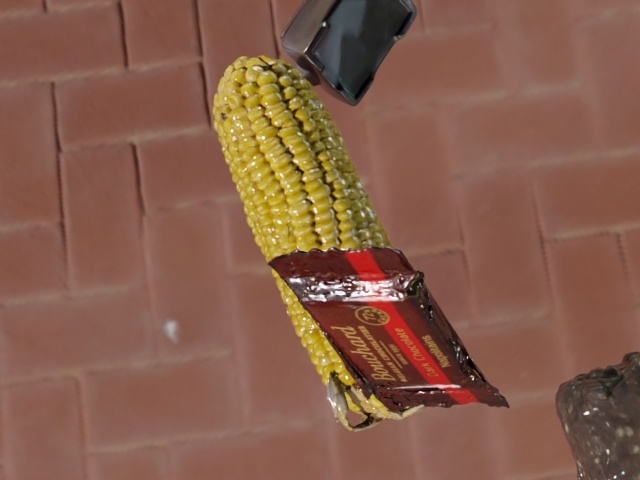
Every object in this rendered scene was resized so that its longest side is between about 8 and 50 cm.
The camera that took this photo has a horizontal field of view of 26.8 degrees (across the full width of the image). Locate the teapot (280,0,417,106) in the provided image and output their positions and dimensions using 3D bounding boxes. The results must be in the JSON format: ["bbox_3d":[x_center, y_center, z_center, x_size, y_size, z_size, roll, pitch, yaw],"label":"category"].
[{"bbox_3d":[0.012,-0.206,1.294,0.096,0.087,0.177,19,73,49],"label":"teapot"}]

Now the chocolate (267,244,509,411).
[{"bbox_3d":[0.041,0.052,0.747,0.086,0.182,0.028,-5,52,28],"label":"chocolate"}]

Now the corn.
[{"bbox_3d":[0.000,0.000,1.000,0.106,0.106,0.293,-25,84,-7],"label":"corn"}]

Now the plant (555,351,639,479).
[{"bbox_3d":[0.245,0.172,0.927,0.142,0.131,0.203,-29,89,-1],"label":"plant"}]
